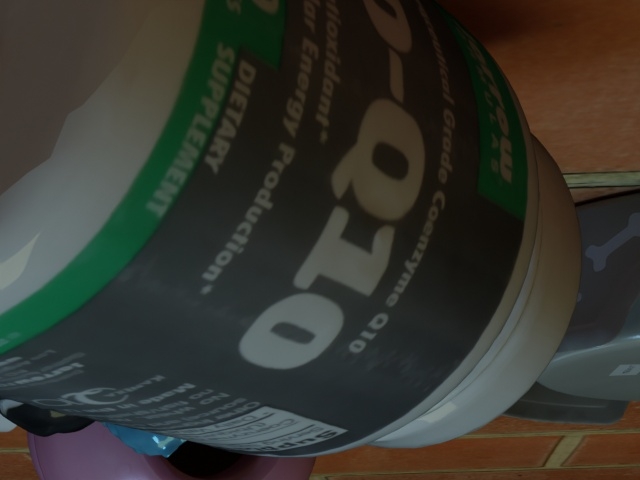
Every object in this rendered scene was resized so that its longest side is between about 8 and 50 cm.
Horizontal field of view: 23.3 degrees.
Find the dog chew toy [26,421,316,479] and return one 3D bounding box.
[{"bbox_3d":[-0.131,0.139,1.189,0.207,0.206,0.332,5,171,-20],"label":"dog chew toy"}]

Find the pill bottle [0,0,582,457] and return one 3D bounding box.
[{"bbox_3d":[-0.042,-0.028,0.577,0.204,0.204,0.361,-10,163,27],"label":"pill bottle"}]

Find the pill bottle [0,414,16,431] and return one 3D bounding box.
[{"bbox_3d":[-0.322,0.089,1.115,0.215,0.117,0.117,9,161,-32],"label":"pill bottle"}]

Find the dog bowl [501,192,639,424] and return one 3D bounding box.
[{"bbox_3d":[0.267,0.051,1.066,0.349,0.102,0.349,-1,163,0],"label":"dog bowl"}]

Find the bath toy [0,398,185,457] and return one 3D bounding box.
[{"bbox_3d":[-0.189,0.025,0.874,0.348,0.151,0.129,22,172,-39],"label":"bath toy"}]
